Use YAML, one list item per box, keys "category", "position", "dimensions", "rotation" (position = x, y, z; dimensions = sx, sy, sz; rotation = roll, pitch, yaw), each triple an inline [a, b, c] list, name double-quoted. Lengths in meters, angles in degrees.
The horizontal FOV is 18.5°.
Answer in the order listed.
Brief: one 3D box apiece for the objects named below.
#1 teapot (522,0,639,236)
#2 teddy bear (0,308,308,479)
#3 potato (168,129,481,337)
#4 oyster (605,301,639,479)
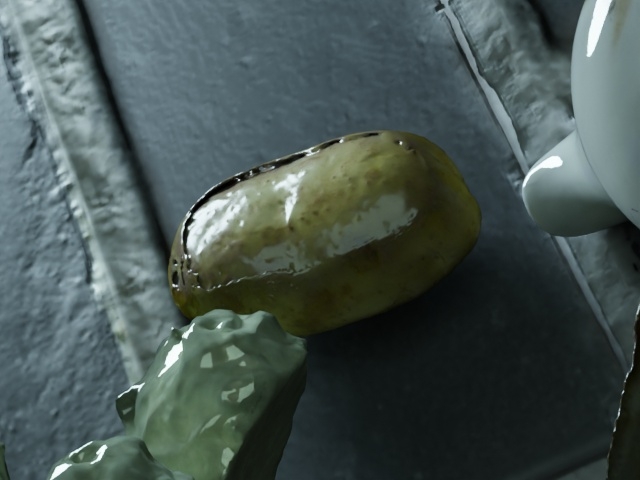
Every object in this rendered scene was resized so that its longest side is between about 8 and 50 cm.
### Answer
- category: "teapot"
  position: [0.238, -0.086, 0.979]
  dimensions: [0.298, 0.139, 0.204]
  rotation: [-23, 83, 3]
- category: "teddy bear"
  position: [-0.238, 0.165, 0.898]
  dimensions: [0.362, 0.375, 0.327]
  rotation: [22, 30, 11]
- category: "potato"
  position: [0.000, 0.000, 1.042]
  dimensions: [0.170, 0.080, 0.107]
  rotation: [-23, 54, 10]
- category: "oyster"
  position: [0.222, 0.163, 0.860]
  dimensions: [0.221, 0.096, 0.361]
  rotation: [11, 65, 21]
